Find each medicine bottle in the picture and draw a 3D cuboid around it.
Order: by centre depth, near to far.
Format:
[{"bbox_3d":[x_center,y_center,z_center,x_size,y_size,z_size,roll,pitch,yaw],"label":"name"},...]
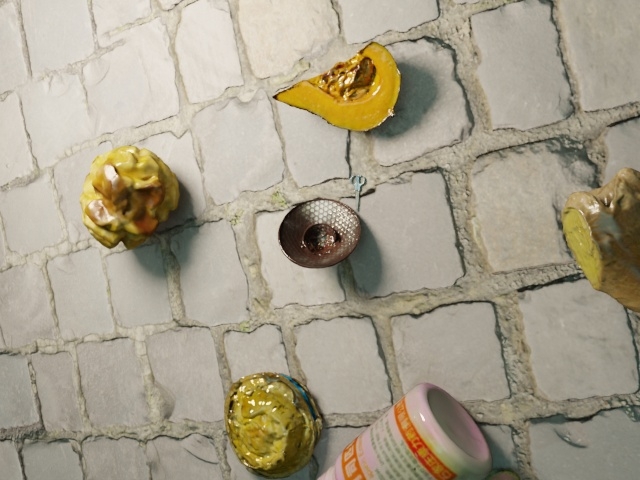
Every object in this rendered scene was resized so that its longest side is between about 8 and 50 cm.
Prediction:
[{"bbox_3d":[0.155,0.504,1.096,0.219,0.219,0.388,46,109,13],"label":"medicine bottle"}]

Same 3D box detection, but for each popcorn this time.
[{"bbox_3d":[-0.505,-0.106,1.326,0.332,0.225,0.265,4,83,43],"label":"popcorn"}]

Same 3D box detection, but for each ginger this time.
[{"bbox_3d":[0.581,0.003,0.945,0.221,0.130,0.276,-9,89,11],"label":"ginger"}]

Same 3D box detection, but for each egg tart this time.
[{"bbox_3d":[-0.130,0.464,1.264,0.290,0.107,0.291,2,95,22],"label":"egg tart"}]

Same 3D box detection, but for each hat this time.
[{"bbox_3d":[0.000,0.000,1.201,0.193,0.082,0.193,-3,56,4],"label":"hat"}]

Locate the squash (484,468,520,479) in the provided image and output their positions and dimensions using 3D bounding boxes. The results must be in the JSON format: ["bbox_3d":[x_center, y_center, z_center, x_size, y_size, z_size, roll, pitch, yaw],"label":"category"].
[{"bbox_3d":[0.404,0.568,1.080,0.105,0.105,0.132,-31,101,20],"label":"squash"}]

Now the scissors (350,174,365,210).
[{"bbox_3d":[0.086,-0.110,1.193,0.036,0.006,0.083,2,94,20],"label":"scissors"}]

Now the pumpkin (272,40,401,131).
[{"bbox_3d":[0.055,-0.314,1.152,0.278,0.111,0.163,-21,101,20],"label":"pumpkin"}]
